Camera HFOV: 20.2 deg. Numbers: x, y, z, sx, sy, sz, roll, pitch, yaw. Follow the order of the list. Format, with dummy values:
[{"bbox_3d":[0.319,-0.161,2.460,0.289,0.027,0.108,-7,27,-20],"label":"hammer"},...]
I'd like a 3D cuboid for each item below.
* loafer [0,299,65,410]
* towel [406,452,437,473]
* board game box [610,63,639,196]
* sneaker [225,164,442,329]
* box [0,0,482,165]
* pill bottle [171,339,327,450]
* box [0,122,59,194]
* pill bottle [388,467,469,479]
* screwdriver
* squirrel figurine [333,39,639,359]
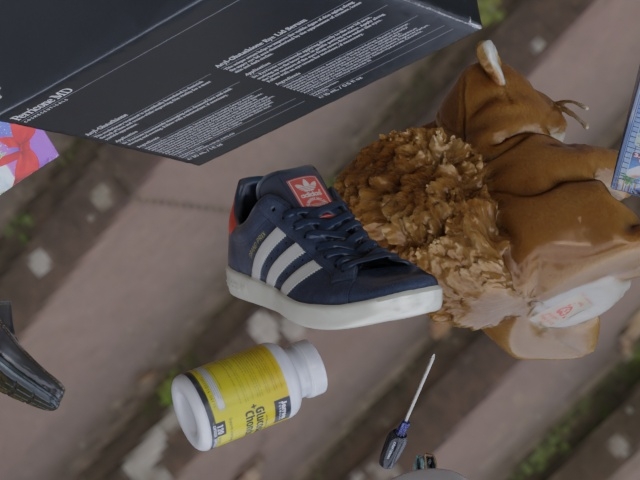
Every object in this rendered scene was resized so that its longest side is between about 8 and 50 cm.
[{"bbox_3d":[-0.271,0.072,1.465,0.061,0.170,0.062,-53,-173,-27],"label":"loafer"},{"bbox_3d":[0.154,0.478,2.385,0.040,0.370,0.271,-7,168,-2],"label":"towel"},{"bbox_3d":[0.281,-0.156,1.374,0.194,0.060,0.194,86,19,-69],"label":"board game box"},{"bbox_3d":[0.000,0.000,1.857,0.131,0.350,0.148,-8,101,-33],"label":"sneaker"},{"bbox_3d":[-0.061,-0.146,1.123,0.261,0.103,0.184,-23,160,39],"label":"box"},{"bbox_3d":[-0.089,0.190,2.278,0.184,0.103,0.103,-20,152,-21],"label":"pill bottle"},{"bbox_3d":[-0.373,-0.121,1.530,0.201,0.057,0.293,-35,139,-8],"label":"box"},{"bbox_3d":[0.115,0.302,1.349,0.136,0.136,0.245,-38,115,-9],"label":"pill bottle"},{"bbox_3d":[0.103,0.195,2.028,0.024,0.025,0.170,-11,138,-40],"label":"screwdriver"},{"bbox_3d":[0.209,-0.068,2.225,0.397,0.370,0.281,-3,147,-28],"label":"squirrel figurine"}]
